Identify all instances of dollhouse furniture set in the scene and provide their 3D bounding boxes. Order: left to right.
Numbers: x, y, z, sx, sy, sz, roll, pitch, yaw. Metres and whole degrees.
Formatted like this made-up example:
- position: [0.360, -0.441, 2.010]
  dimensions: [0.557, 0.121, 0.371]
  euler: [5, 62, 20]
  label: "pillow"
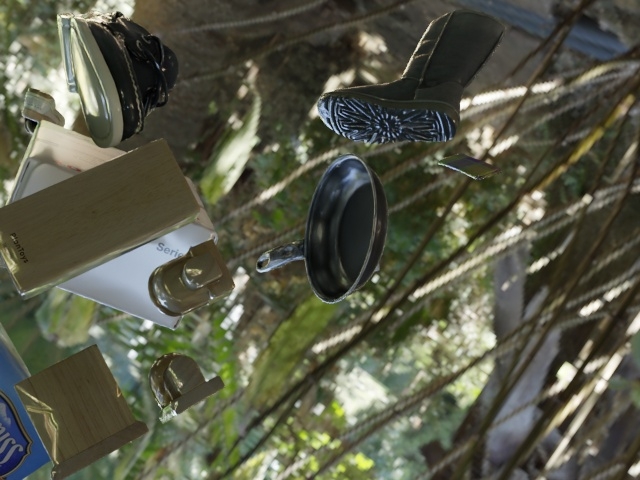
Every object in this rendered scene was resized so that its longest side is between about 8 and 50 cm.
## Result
- position: [-0.132, 0.048, 0.616]
  dimensions: [0.151, 0.144, 0.123]
  euler: [62, 161, 6]
  label: "dollhouse furniture set"

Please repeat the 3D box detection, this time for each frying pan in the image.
- position: [0.006, 0.023, 1.335]
  dimensions: [0.053, 0.326, 0.197]
  euler: [8, -129, -25]
  label: "frying pan"

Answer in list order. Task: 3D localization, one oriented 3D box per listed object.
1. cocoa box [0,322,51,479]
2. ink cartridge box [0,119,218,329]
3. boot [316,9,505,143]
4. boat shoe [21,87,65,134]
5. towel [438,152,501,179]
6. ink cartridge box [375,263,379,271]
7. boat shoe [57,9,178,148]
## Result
- position: [-0.429, 0.085, 0.906]
  dimensions: [0.347, 0.228, 0.231]
  euler: [43, 159, 40]
  label: "cocoa box"
- position: [-0.234, -0.027, 1.065]
  dimensions: [0.198, 0.115, 0.273]
  euler: [22, -171, -17]
  label: "ink cartridge box"
- position: [0.113, -0.208, 1.204]
  dimensions: [0.189, 0.208, 0.076]
  euler: [10, 143, 16]
  label: "boot"
- position: [-0.376, -0.162, 1.318]
  dimensions: [0.050, 0.045, 0.135]
  euler: [22, 167, 1]
  label: "boat shoe"
- position: [0.227, -0.112, 1.501]
  dimensions: [0.060, 0.009, 0.083]
  euler: [-19, -146, -39]
  label: "towel"
- position: [0.049, -0.002, 1.475]
  dimensions: [0.029, 0.062, 0.115]
  euler: [-125, 22, -61]
  label: "ink cartridge box"
- position: [-0.215, -0.188, 1.083]
  dimensions: [0.113, 0.127, 0.340]
  euler: [-9, -161, -18]
  label: "boat shoe"
